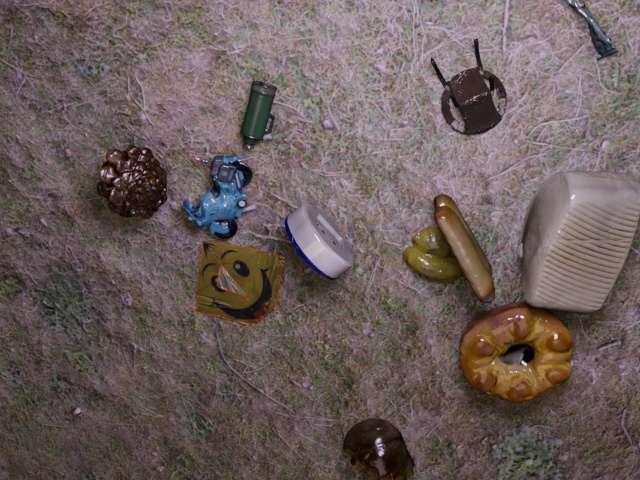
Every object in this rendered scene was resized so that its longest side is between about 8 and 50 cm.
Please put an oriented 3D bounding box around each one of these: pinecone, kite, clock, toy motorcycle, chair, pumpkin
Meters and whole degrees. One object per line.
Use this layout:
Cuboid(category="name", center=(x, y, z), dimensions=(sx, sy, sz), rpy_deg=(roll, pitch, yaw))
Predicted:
Cuboid(category="pinecone", center=(-0.557, -0.173, 1.664), dimensions=(0.203, 0.201, 0.228), rpy_deg=(-25, 124, -13))
Cuboid(category="kite", center=(-0.276, 0.127, 1.816), dimensions=(0.378, 0.013, 0.327), rpy_deg=(-35, 98, 19))
Cuboid(category="clock", center=(0.000, 0.000, 1.609), dimensions=(0.083, 0.230, 0.230), rpy_deg=(-39, 97, 19))
Cuboid(category="toy motorcycle", center=(-0.313, -0.135, 1.689), dimensions=(0.182, 0.123, 0.272), rpy_deg=(13, 113, -17))
Cuboid(category="chair", center=(0.400, -0.393, 1.491), dimensions=(0.174, 0.149, 0.213), rpy_deg=(-24, 144, 14))
Cuboid(category="pumpkin", center=(0.204, 0.693, 1.852), dimensions=(0.254, 0.130, 0.149), rpy_deg=(16, 110, 6))

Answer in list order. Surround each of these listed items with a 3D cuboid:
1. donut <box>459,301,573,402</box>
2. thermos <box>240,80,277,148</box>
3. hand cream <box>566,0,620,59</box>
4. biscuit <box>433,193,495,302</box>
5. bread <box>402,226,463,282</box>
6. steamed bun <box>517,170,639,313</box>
Cuboid(category="donut", center=(0.573, 0.323, 1.655), dimensions=(0.317, 0.150, 0.299), rpy_deg=(12, 109, 7))
Cuboid(category="thermos", center=(-0.181, -0.358, 1.616), dimensions=(0.073, 0.083, 0.187), rpy_deg=(29, 113, 23))
Cuboid(category="hand cream", center=(0.650, -0.560, 1.401), dimensions=(0.052, 0.075, 0.247), rpy_deg=(-34, 96, 23))
Cuboid(category="biscuit", center=(0.397, 0.015, 1.543), dimensions=(0.062, 0.237, 0.290), rpy_deg=(-29, 98, 19))
Cuboid(category="bread", center=(0.346, 0.048, 1.655), dimensions=(0.188, 0.065, 0.149), rpy_deg=(29, 105, 2))
Cuboid(category="steamed bun", center=(0.667, -0.012, 1.492), dimensions=(0.247, 0.236, 0.383), rpy_deg=(6, 115, -2))
